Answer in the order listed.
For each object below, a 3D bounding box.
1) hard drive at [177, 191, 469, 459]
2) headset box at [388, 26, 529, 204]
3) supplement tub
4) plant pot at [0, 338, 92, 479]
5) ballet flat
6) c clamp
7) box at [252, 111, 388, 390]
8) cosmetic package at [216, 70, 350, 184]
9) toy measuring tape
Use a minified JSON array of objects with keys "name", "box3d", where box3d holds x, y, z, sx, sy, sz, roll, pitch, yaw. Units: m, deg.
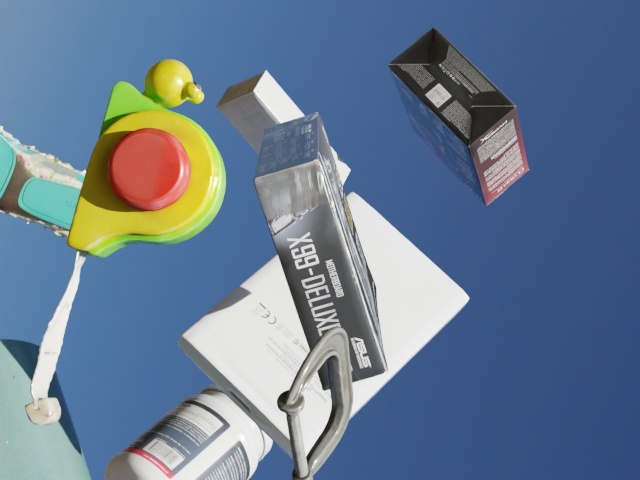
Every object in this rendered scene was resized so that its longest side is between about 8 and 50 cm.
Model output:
[{"name":"hard drive","box3d":[0.010,0.111,1.748,0.353,0.233,0.047,-41,167,-31]},{"name":"headset box","box3d":[0.249,-0.207,2.237,0.110,0.293,0.218,-40,-115,-3]},{"name":"supplement tub","box3d":[-0.235,0.399,2.299,0.272,0.191,0.191,-38,-177,-39]},{"name":"plant pot","box3d":[-0.484,0.344,1.855,0.341,0.341,0.334,-43,-123,42]},{"name":"ballet flat","box3d":[-0.316,-0.062,1.314,0.091,0.241,0.077,-61,-163,-8]},{"name":"c clamp","box3d":[-0.008,0.153,1.041,0.137,0.022,0.161,-45,145,-40]},{"name":"box","box3d":[0.000,0.000,1.445,0.076,0.243,0.307,-17,-166,4]},{"name":"cosmetic package","box3d":[-0.061,-0.175,2.177,0.099,0.239,0.060,-14,-143,44]},{"name":"toy measuring tape","box3d":[-0.154,0.007,1.085,0.121,0.121,0.330,4,-102,65]}]
